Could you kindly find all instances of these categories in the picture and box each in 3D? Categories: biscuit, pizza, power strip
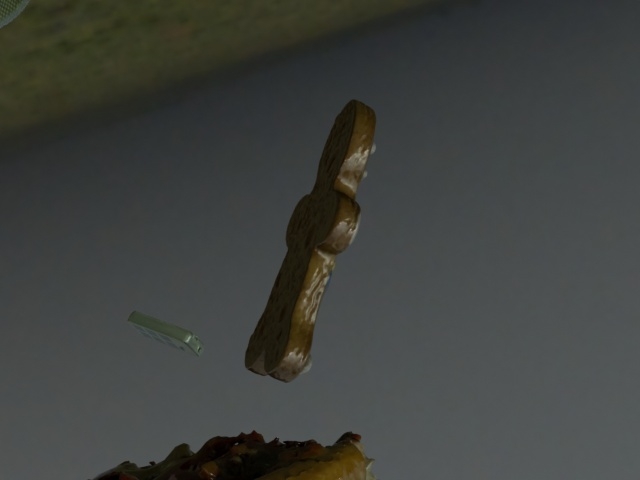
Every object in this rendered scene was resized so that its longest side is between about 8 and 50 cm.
[{"bbox_3d":[0.001,0.000,1.049,0.031,0.205,0.138,19,173,-13],"label":"biscuit"},{"bbox_3d":[-0.191,0.272,1.460,0.440,0.130,0.406,-24,-171,-17],"label":"pizza"},{"bbox_3d":[-0.166,0.100,1.611,0.090,0.040,0.016,18,-110,29],"label":"power strip"}]

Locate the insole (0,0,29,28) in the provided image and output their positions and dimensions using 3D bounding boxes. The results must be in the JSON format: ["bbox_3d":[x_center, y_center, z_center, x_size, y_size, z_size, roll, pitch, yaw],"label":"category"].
[{"bbox_3d":[-0.207,-0.238,1.082,0.007,0.109,0.322,-5,-151,19],"label":"insole"}]
